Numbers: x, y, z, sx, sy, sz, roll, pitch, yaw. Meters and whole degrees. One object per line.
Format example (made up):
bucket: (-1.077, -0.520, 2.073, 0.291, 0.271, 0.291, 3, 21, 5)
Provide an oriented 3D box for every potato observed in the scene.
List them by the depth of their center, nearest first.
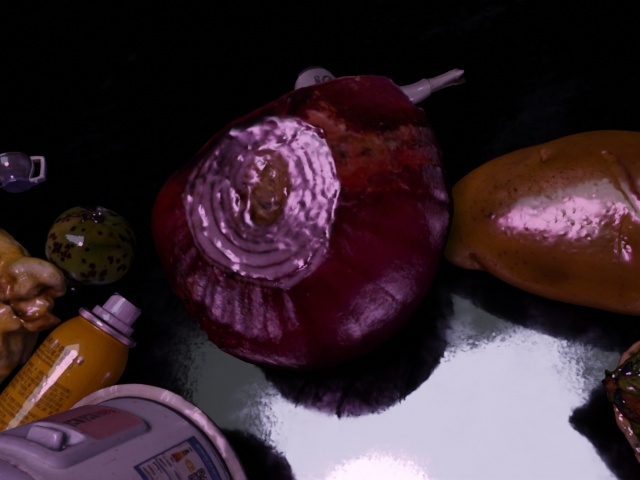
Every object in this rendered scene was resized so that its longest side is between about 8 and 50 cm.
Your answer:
potato: (0.317, -0.023, 0.574, 0.369, 0.176, 0.195, 2, 102, 24)

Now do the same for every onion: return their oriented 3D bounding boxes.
onion: (0.000, 0.000, 0.561, 0.336, 0.282, 0.260, -31, 77, 0)

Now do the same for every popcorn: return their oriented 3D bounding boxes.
popcorn: (-0.457, 0.097, 0.684, 0.266, 0.192, 0.233, -9, 41, 12)

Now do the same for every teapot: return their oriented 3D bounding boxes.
teapot: (-0.522, -0.118, 0.897, 0.088, 0.066, 0.057, -18, 76, -22)

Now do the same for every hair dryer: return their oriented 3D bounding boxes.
hair dryer: (0.092, -0.157, 0.755, 0.267, 0.092, 0.229, 0, 68, 3)

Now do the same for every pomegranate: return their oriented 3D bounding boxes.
pomegranate: (-0.336, 0.020, 0.743, 0.161, 0.122, 0.122, -47, 53, 27)

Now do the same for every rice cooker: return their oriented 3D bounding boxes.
rice cooker: (-0.208, 0.276, 0.452, 0.316, 0.316, 0.264, 2, 88, 16)

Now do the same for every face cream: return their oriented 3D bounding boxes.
face cream: (-0.345, 0.217, 0.626, 0.105, 0.105, 0.349, 24, 69, 25)

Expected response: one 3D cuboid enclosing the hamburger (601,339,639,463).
hamburger: (0.379, 0.148, 0.463, 0.206, 0.130, 0.183, -34, 84, 15)
